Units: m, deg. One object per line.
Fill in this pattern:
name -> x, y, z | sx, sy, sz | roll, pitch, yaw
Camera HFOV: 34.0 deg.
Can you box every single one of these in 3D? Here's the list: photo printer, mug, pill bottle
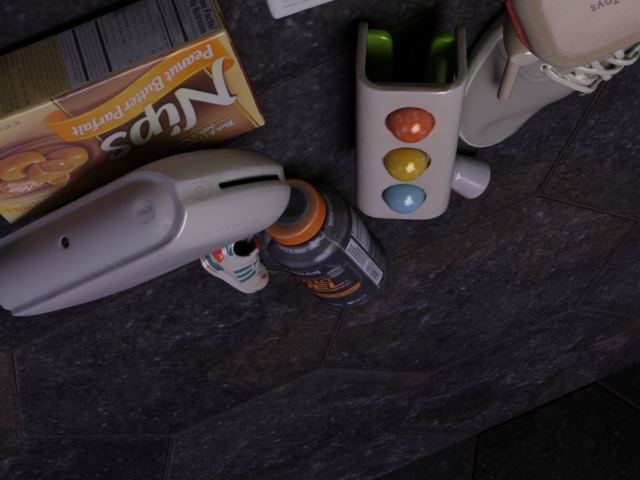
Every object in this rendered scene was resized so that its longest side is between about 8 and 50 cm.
photo printer -> -0.198, -0.017, 1.226 | 0.307, 0.107, 0.256 | -23, 177, 27
mug -> 0.200, -0.094, 1.536 | 0.064, 0.062, 0.078 | 17, 127, -38
pill bottle -> 0.000, 0.000, 1.486 | 0.130, 0.130, 0.246 | -27, 150, 10

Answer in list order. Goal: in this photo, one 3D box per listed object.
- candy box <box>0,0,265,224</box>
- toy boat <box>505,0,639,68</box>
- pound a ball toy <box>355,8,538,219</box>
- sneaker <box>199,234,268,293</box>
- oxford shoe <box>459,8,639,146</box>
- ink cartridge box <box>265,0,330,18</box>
candy box -> -0.234, -0.144, 1.124 | 0.316, 0.087, 0.183 | -22, 154, 0
toy boat -> 0.302, -0.293, 1.094 | 0.231, 0.151, 0.151 | -22, 129, 13
pound a ball toy -> 0.145, -0.144, 1.266 | 0.208, 0.136, 0.319 | 2, 151, 2
sneaker -> -0.109, 0.029, 1.536 | 0.075, 0.057, 0.161 | -27, 148, 22
oxford shoe -> 0.320, -0.249, 1.283 | 0.169, 0.130, 0.449 | 1, 146, -39
ink cartridge box -> 0.059, -0.402, 0.911 | 0.308, 0.091, 0.385 | -19, 143, -4
